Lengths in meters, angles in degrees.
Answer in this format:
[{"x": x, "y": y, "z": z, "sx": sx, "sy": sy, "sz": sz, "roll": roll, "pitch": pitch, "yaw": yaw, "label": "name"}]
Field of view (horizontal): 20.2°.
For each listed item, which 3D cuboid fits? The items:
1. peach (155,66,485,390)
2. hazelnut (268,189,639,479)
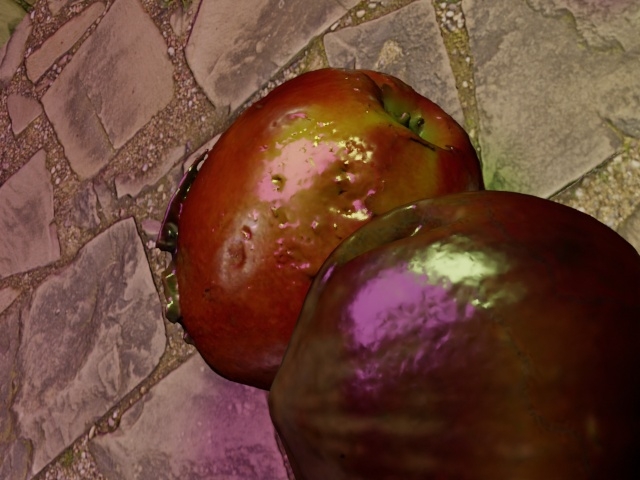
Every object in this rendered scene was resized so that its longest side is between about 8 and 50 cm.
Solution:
[{"x": 0.000, "y": 0.000, "z": 2.220, "sx": 0.416, "sy": 0.339, "sz": 0.353, "roll": -50, "pitch": 35, "yaw": 21, "label": "peach"}, {"x": 0.161, "y": 0.158, "z": 1.843, "sx": 0.402, "sy": 0.402, "sz": 0.429, "roll": 18, "pitch": 114, "yaw": 55, "label": "hazelnut"}]
